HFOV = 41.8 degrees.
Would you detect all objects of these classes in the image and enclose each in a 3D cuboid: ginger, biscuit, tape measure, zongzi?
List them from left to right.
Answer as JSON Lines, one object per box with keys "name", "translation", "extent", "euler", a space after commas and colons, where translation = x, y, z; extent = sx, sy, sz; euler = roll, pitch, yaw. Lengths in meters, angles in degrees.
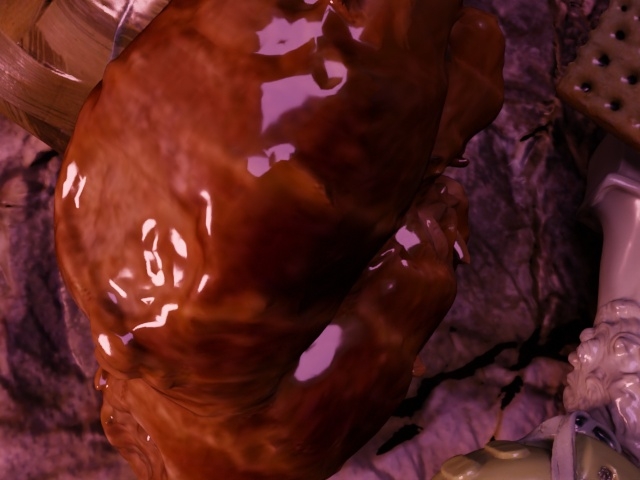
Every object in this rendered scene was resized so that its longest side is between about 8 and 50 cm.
{"name": "zongzi", "translation": [-0.163, -0.163, 0.515], "extent": [0.274, 0.251, 0.125], "euler": [31, 49, 3]}
{"name": "ginger", "translation": [-0.002, -0.006, 0.455], "extent": [0.274, 0.357, 0.152], "euler": [-24, 46, -24]}
{"name": "tape measure", "translation": [0.129, 0.207, 0.493], "extent": [0.175, 0.106, 0.200], "euler": [-12, 90, -9]}
{"name": "biscuit", "translation": [0.263, -0.167, 0.557], "extent": [0.016, 0.231, 0.139], "euler": [8, 30, -45]}

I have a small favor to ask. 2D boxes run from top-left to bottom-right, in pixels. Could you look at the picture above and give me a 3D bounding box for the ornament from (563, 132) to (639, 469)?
{"name": "ornament", "translation": [0.232, 0.031, 0.590], "extent": [0.130, 0.120, 0.285], "euler": [5, 66, -5]}
